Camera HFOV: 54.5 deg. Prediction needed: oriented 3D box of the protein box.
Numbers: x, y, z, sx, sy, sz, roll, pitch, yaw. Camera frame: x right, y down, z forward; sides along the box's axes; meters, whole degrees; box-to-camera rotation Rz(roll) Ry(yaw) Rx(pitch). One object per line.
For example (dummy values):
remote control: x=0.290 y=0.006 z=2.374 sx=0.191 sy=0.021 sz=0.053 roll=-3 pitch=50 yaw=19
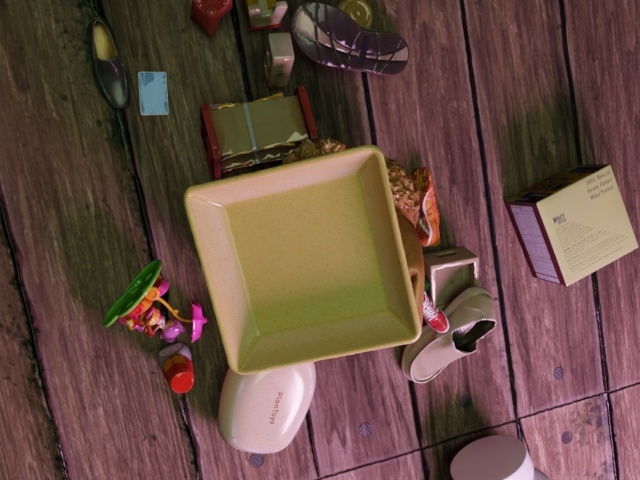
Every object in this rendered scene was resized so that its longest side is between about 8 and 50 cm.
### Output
protein box: x=0.560 y=-0.039 z=1.397 sx=0.199 sy=0.136 sz=0.201 roll=-26 pitch=101 yaw=-10

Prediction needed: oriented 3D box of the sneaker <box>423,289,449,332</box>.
sneaker: x=0.220 y=0.139 z=1.285 sx=0.042 sy=0.067 sz=0.118 roll=-39 pitch=69 yaw=10

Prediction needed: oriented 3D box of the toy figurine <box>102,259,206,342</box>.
toy figurine: x=-0.308 y=0.149 z=1.214 sx=0.173 sy=0.130 sz=0.159 roll=-42 pitch=114 yaw=15

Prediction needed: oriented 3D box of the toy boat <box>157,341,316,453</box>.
toy boat: x=-0.167 y=0.279 z=1.249 sx=0.318 sy=0.148 sz=0.268 roll=19 pitch=95 yaw=-23

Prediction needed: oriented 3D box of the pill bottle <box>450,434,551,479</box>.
pill bottle: x=0.441 y=0.655 z=1.380 sx=0.228 sy=0.229 sz=0.408 roll=-26 pitch=101 yaw=-11

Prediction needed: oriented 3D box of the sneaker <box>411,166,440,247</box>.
sneaker: x=0.227 y=-0.072 z=1.356 sx=0.067 sy=0.064 sz=0.175 roll=1 pitch=87 yaw=-52

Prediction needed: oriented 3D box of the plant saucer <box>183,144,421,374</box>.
plant saucer: x=-0.025 y=0.033 z=1.047 sx=0.332 sy=0.081 sz=0.333 roll=-12 pitch=100 yaw=8

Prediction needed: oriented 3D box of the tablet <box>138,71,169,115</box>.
tablet: x=-0.326 y=-0.287 z=1.214 sx=0.054 sy=0.006 sz=0.083 roll=-4 pitch=95 yaw=-14

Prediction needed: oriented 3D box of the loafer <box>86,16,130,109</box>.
loafer: x=-0.400 y=-0.330 z=1.163 sx=0.062 sy=0.061 sz=0.170 roll=-19 pitch=100 yaw=-13

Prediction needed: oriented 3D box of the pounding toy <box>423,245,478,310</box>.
pounding toy: x=0.260 y=0.072 z=1.361 sx=0.141 sy=0.100 sz=0.130 roll=-10 pitch=112 yaw=-11

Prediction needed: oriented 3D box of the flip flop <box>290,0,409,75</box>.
flip flop: x=0.058 y=-0.406 z=1.269 sx=0.276 sy=0.080 sz=0.112 roll=5 pitch=111 yaw=-31

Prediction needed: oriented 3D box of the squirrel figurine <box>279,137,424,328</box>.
squirrel figurine: x=0.000 y=0.000 z=1.209 sx=0.370 sy=0.281 sz=0.397 roll=2 pitch=99 yaw=-2

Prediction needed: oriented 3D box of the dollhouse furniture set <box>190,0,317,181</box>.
dollhouse furniture set: x=-0.150 y=-0.322 z=1.206 sx=0.201 sy=0.152 sz=0.375 roll=-12 pitch=81 yaw=-13

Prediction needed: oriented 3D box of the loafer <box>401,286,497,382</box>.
loafer: x=0.273 y=0.216 z=1.328 sx=0.101 sy=0.092 sz=0.269 roll=23 pitch=114 yaw=-28

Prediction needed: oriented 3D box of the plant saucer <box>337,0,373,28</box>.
plant saucer: x=0.073 y=-0.469 z=1.296 sx=0.083 sy=0.015 sz=0.084 roll=-1 pitch=96 yaw=-14
